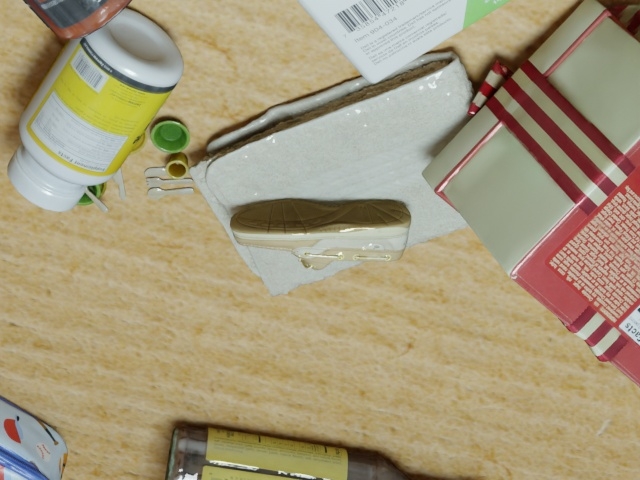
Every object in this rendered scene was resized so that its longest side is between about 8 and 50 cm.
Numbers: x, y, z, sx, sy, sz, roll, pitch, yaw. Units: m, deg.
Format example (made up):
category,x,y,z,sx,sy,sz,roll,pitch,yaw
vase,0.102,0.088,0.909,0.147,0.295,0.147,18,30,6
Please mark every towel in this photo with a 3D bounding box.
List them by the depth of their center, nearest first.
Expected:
category,x,y,z,sx,sy,sz,roll,pitch,yaw
towel,0.034,-0.060,1.847,0.282,0.049,0.187,-19,127,15

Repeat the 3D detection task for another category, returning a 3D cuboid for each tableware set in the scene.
category,x,y,z,sx,sy,sz,roll,pitch,yaw
tableware set,-0.198,-0.074,1.856,0.154,0.024,0.104,-2,128,4

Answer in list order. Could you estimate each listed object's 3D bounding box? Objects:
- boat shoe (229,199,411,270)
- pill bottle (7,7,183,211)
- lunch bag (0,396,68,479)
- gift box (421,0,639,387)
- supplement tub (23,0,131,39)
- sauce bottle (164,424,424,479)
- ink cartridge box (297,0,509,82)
category,x,y,z,sx,sy,sz,roll,pitch,yaw
boat shoe,0.000,0.000,1.823,0.170,0.063,0.059,0,123,-1
pill bottle,-0.210,-0.116,1.765,0.103,0.103,0.184,27,121,-19
lunch bag,-0.434,0.276,2.087,0.243,0.115,0.303,31,122,-19
gift box,0.283,-0.050,1.722,0.276,0.258,0.255,-43,119,5
supplement tub,-0.244,-0.271,1.648,0.106,0.106,0.198,-28,123,22
sauce bottle,0.005,0.275,2.072,0.344,0.111,0.111,11,128,-5
ink cartridge box,0.047,-0.279,1.561,0.198,0.115,0.273,-30,142,12
